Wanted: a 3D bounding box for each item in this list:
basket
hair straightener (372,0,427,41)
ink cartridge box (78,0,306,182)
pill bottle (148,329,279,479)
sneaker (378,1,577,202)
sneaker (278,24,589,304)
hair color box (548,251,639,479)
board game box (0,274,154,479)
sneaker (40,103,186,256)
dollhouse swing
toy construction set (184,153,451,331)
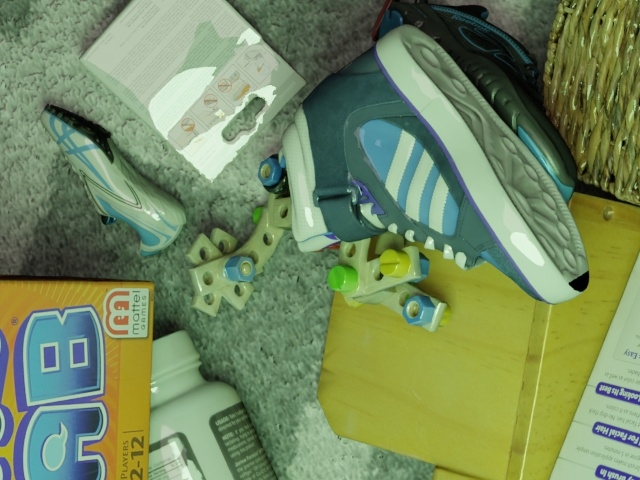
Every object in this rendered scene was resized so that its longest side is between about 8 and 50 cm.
[{"bbox_3d":[0.394,-0.200,1.367,0.213,0.223,0.299,25,112,39],"label":"basket"},{"bbox_3d":[0.147,-0.331,1.475,0.089,0.047,0.230,25,87,8],"label":"hair straightener"},{"bbox_3d":[-0.158,-0.213,1.517,0.224,0.056,0.181,43,94,-12],"label":"ink cartridge box"},{"bbox_3d":[-0.148,0.274,1.425,0.176,0.176,0.319,-26,85,6],"label":"pill bottle"},{"bbox_3d":[0.196,-0.164,1.328,0.139,0.125,0.341,-12,48,-23],"label":"sneaker"},{"bbox_3d":[0.090,-0.027,1.214,0.236,0.130,0.323,-41,78,30],"label":"sneaker"},{"bbox_3d":[0.375,0.168,1.253,0.110,0.185,0.339,32,79,-33],"label":"hair color box"},{"bbox_3d":[-0.430,0.213,1.310,0.356,0.356,0.356,1,88,44],"label":"board game box"},{"bbox_3d":[-0.268,-0.077,1.502,0.237,0.085,0.086,44,102,10],"label":"sneaker"},{"bbox_3d":[0.220,0.118,1.438,0.315,0.305,0.347,10,89,-33],"label":"dollhouse swing"},{"bbox_3d":[0.000,0.000,1.402,0.327,0.151,0.215,-4,81,31],"label":"toy construction set"}]
